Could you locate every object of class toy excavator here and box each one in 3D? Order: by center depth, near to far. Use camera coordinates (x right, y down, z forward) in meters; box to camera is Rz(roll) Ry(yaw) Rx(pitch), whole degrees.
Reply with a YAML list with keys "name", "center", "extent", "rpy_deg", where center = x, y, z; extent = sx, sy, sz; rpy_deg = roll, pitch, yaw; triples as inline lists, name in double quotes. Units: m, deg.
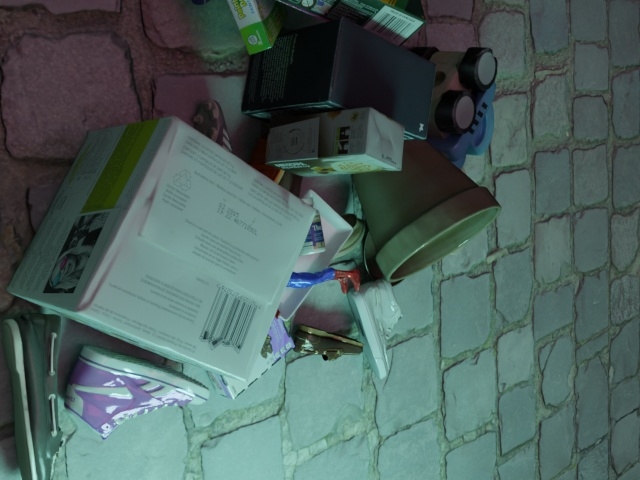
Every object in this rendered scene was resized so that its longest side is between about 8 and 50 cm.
- name: "toy excavator"
  center: [0.352, -0.235, 1.882]
  extent: [0.445, 0.222, 0.433]
  rpy_deg: [47, 66, -43]

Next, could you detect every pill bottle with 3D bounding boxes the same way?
- name: "pill bottle"
  center: [-0.030, -0.030, 1.513]
  extent: [0.067, 0.067, 0.120]
  rpy_deg: [-11, 91, -40]

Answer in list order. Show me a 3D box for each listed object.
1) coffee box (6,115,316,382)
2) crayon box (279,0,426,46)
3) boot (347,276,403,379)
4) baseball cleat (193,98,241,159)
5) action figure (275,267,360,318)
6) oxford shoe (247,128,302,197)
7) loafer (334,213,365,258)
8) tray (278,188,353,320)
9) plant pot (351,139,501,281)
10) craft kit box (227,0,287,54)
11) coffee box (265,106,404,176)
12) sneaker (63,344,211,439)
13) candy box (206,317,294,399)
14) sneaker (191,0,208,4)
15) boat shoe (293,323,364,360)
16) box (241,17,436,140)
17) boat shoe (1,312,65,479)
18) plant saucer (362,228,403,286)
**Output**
- name: "coffee box"
  center: [-0.280, 0.018, 1.250]
  extent: [0.337, 0.334, 0.338]
  rpy_deg: [33, 71, -37]
- name: "crayon box"
  center: [0.026, -0.592, 1.425]
  extent: [0.363, 0.106, 0.313]
  rpy_deg: [11, 60, -35]
- name: "boot"
  center: [0.163, 0.223, 1.798]
  extent: [0.123, 0.095, 0.258]
  rpy_deg: [-21, 108, -14]
- name: "baseball cleat"
  center: [-0.211, -0.193, 1.479]
  extent: [0.109, 0.072, 0.206]
  rpy_deg: [-13, 107, -54]
- name: "action figure"
  center: [-0.055, 0.118, 1.475]
  extent: [0.280, 0.091, 0.139]
  rpy_deg: [7, 74, -25]
- name: "oxford shoe"
  center: [-0.115, -0.070, 1.528]
  extent: [0.132, 0.130, 0.364]
  rpy_deg: [39, 69, -43]
- name: "loafer"
  center: [0.000, 0.000, 1.648]
  extent: [0.268, 0.102, 0.092]
  rpy_deg: [-36, 122, -32]
- name: "tray"
  center: [-0.053, 0.031, 1.552]
  extent: [0.145, 0.030, 0.270]
  rpy_deg: [43, 70, -18]
- name: "plant pot"
  center: [0.224, -0.099, 1.692]
  extent: [0.323, 0.323, 0.280]
  rpy_deg: [-21, 72, -38]
- name: "craft kit box"
  center: [-0.146, -0.528, 1.399]
  extent: [0.250, 0.061, 0.247]
  rpy_deg: [-80, 149, -58]
- name: "coffee box"
  center: [0.028, -0.194, 1.419]
  extent: [0.141, 0.246, 0.098]
  rpy_deg: [15, 78, -54]
- name: "sneaker"
  center: [-0.362, 0.316, 1.374]
  extent: [0.282, 0.102, 0.161]
  rpy_deg: [23, 83, -29]
- name: "candy box"
  center: [-0.171, 0.221, 1.539]
  extent: [0.196, 0.070, 0.165]
  rpy_deg: [-38, 117, -33]
- name: "sneaker"
  center: [-0.326, -0.579, 1.307]
  extent: [0.182, 0.127, 0.315]
  rpy_deg: [-36, 124, -18]
- name: "boat shoe"
  center: [0.017, 0.258, 1.712]
  extent: [0.207, 0.073, 0.073]
  rpy_deg: [19, 83, -33]
- name: "box"
  center: [0.042, -0.331, 1.525]
  extent: [0.296, 0.294, 0.183]
  rpy_deg: [11, 87, -42]
- name: "boat shoe"
  center: [-0.490, 0.293, 1.243]
  extent: [0.095, 0.112, 0.335]
  rpy_deg: [-8, 96, -36]
- name: "plant saucer"
  center: [0.175, 0.023, 1.846]
  extent: [0.198, 0.036, 0.199]
  rpy_deg: [-4, 96, -41]
